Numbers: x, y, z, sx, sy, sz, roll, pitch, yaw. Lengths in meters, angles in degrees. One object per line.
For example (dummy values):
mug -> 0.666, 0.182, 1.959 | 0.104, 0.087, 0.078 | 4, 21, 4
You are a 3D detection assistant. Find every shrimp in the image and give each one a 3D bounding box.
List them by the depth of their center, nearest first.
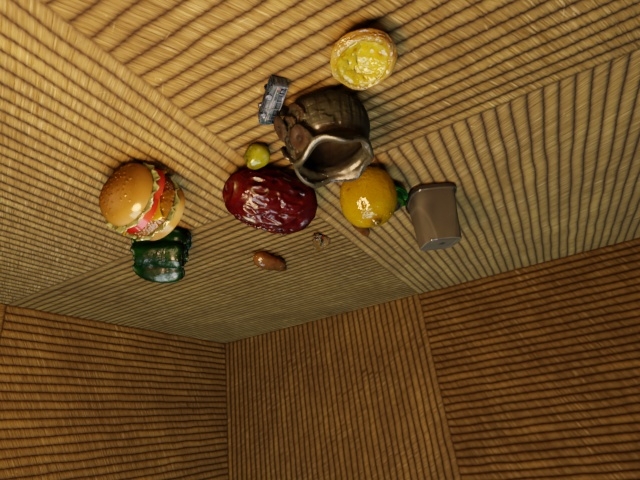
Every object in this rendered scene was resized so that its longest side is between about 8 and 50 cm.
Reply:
shrimp -> 0.000, 0.000, 2.204 | 0.101, 0.042, 0.190 | -29, 154, -2

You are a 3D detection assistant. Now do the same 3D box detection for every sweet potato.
sweet potato -> -0.264, 0.129, 2.338 | 0.098, 0.097, 0.292 | -22, 153, 28

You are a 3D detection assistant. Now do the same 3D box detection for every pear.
pear -> -0.222, -0.292, 1.450 | 0.092, 0.097, 0.092 | 21, 149, 13

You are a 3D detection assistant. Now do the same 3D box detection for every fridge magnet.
fridge magnet -> 0.283, -0.176, 1.841 | 0.208, 0.088, 0.208 | -6, 155, -3

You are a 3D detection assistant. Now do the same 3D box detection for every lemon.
lemon -> 0.190, -0.176, 1.650 | 0.229, 0.253, 0.228 | 0, 177, 0

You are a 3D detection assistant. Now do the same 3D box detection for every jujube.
jujube -> -0.179, -0.151, 1.609 | 0.377, 0.258, 0.258 | 7, 152, -44

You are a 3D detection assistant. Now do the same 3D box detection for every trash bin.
trash bin -> 0.518, -0.098, 1.891 | 0.220, 0.249, 0.219 | -6, 161, -4

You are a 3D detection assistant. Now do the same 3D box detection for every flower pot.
flower pot -> 0.008, -0.313, 1.306 | 0.302, 0.213, 0.301 | -11, 157, -5

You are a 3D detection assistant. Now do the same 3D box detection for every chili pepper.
chili pepper -> -0.720, 0.056, 1.902 | 0.257, 0.248, 0.233 | 4, 126, -12

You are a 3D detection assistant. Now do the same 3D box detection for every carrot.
carrot -> 0.209, -0.065, 2.100 | 0.060, 0.060, 0.186 | -17, 155, 19

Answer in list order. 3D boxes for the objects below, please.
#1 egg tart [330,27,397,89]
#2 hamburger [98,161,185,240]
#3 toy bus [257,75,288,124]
egg tart -> 0.114, -0.497, 1.125 | 0.191, 0.074, 0.191 | -6, 154, -3
hamburger -> -0.634, -0.142, 1.452 | 0.275, 0.274, 0.212 | -19, 150, 23
toy bus -> -0.145, -0.417, 1.257 | 0.065, 0.047, 0.166 | -1, 154, -23
